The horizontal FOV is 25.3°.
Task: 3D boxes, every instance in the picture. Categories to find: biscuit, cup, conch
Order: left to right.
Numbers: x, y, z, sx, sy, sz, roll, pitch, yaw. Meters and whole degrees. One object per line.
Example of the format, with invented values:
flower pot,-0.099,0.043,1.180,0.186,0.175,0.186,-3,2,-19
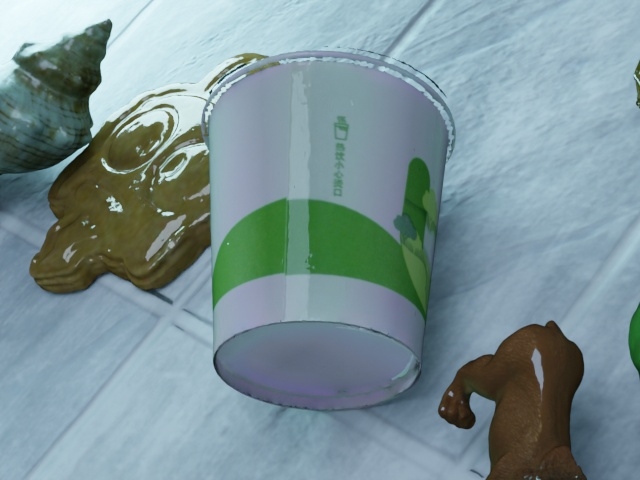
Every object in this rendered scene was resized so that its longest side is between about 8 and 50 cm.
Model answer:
conch,-0.396,-0.140,1.694,0.386,0.170,0.203,-27,7,11
biscuit,-0.183,-0.080,1.622,0.376,0.051,0.269,-43,44,-9
cup,0.000,0.000,1.328,0.253,0.253,0.274,-10,56,22

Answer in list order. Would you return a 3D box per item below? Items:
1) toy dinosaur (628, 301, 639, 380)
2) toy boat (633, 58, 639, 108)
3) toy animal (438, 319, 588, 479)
toy dinosaur,0.276,0.110,1.171,0.374,0.144,0.500,-91,25,-80
toy boat,0.374,-0.194,1.402,0.088,0.068,0.226,16,59,32
toy animal,0.173,0.164,1.140,0.157,0.097,0.312,-46,30,44
